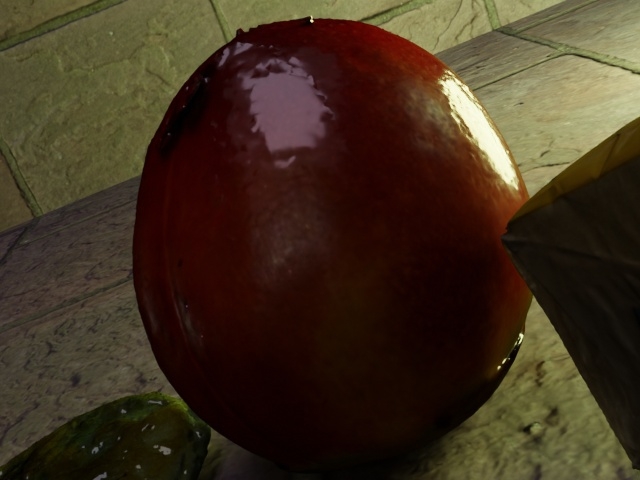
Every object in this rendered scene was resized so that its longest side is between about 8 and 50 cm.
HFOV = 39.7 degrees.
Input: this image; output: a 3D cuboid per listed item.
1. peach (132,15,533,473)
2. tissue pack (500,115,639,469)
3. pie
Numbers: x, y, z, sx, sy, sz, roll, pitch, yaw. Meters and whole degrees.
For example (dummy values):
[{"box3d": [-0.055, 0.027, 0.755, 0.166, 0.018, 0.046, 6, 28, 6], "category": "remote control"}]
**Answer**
[{"box3d": [0.000, 0.000, 0.757, 0.370, 0.370, 0.370, -20, 18, 7], "category": "peach"}, {"box3d": [0.356, -0.039, 0.565, 0.382, 0.228, 0.293, -30, -3, -20], "category": "tissue pack"}, {"box3d": [-0.252, 0.249, 0.814, 0.323, 0.071, 0.323, -22, 18, 7], "category": "pie"}]
